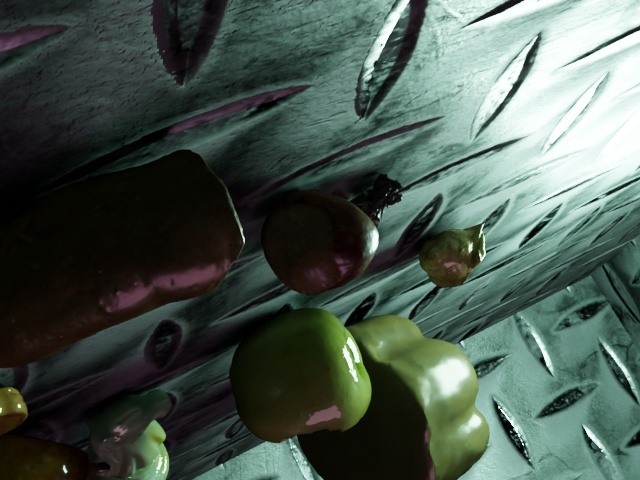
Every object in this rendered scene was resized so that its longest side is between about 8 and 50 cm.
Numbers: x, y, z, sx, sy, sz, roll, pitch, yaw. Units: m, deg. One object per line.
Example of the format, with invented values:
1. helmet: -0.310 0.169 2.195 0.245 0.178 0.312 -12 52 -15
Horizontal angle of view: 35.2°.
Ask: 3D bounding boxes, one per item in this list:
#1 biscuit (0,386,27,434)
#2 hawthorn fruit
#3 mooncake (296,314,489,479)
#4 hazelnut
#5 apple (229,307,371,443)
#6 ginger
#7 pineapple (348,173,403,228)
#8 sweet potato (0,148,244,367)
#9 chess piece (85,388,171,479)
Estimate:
1. biscuit: -0.586 0.292 1.378 0.351 0.057 0.312 -15 159 -39
2. hawthorn fruit: -0.519 0.464 1.627 0.325 0.308 0.308 -40 164 2
3. mooncake: 0.155 0.401 2.374 0.262 0.467 0.467 -22 164 -41
4. hazelnut: 0.000 0.000 1.332 0.154 0.143 0.143 1 179 26
5. apple: -0.039 0.256 1.903 0.279 0.279 0.279 -27 165 -8
6. ginger: 0.234 0.036 2.005 0.123 0.115 0.193 2 160 -22
7. pineapple: 0.062 -0.035 1.489 0.074 0.074 0.159 -10 147 -51
8. sweet potato: -0.253 0.034 0.981 0.370 0.158 0.158 -24 165 -1
9. chess piece: -0.370 0.383 1.949 0.176 0.176 0.298 -22 150 -27
